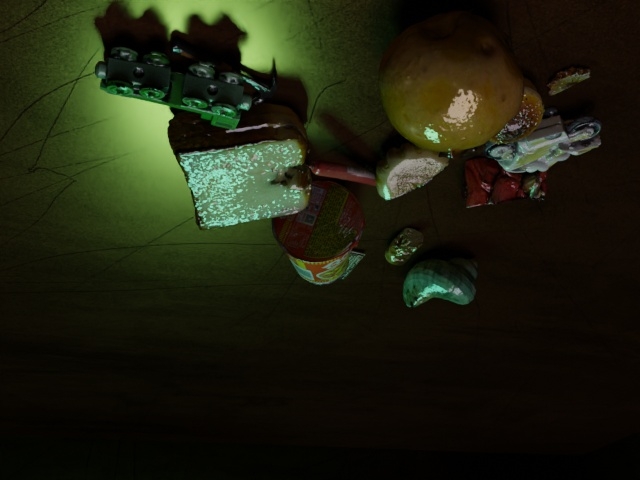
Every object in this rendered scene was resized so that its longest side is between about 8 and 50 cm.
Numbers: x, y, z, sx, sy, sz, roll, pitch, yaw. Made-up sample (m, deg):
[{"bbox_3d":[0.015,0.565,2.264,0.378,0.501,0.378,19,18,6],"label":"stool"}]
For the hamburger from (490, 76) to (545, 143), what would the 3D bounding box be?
[{"bbox_3d":[0.344,-0.232,1.371,0.127,0.081,0.141,-14,147,13],"label":"hamburger"}]

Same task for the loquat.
[{"bbox_3d":[0.207,-0.238,1.196,0.244,0.244,0.244,-4,149,-3],"label":"loquat"}]

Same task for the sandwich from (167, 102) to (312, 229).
[{"bbox_3d":[-0.141,-0.139,1.432,0.249,0.095,0.273,-7,149,-1],"label":"sandwich"}]

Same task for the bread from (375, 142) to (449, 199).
[{"bbox_3d":[0.165,-0.148,1.478,0.094,0.083,0.157,25,126,-39],"label":"bread"}]

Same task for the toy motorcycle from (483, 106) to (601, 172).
[{"bbox_3d":[0.434,-0.183,1.479,0.229,0.074,0.151,-13,151,9],"label":"toy motorcycle"}]

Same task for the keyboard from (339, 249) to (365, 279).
[{"bbox_3d":[0.063,0.061,1.877,0.049,0.015,0.129,8,147,-22],"label":"keyboard"}]

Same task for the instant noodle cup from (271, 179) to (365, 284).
[{"bbox_3d":[0.000,0.000,1.628,0.193,0.193,0.212,-6,157,1],"label":"instant noodle cup"}]

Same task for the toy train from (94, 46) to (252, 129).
[{"bbox_3d":[-0.239,-0.247,1.234,0.251,0.085,0.119,11,169,-12],"label":"toy train"}]

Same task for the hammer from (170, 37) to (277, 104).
[{"bbox_3d":[-0.156,-0.286,1.251,0.201,0.021,0.078,20,146,-35],"label":"hammer"}]

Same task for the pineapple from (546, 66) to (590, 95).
[{"bbox_3d":[0.441,-0.289,1.353,0.083,0.019,0.045,-24,148,33],"label":"pineapple"}]

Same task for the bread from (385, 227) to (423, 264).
[{"bbox_3d":[0.194,0.018,1.790,0.066,0.060,0.110,-23,162,-33],"label":"bread"}]

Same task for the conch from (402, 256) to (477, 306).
[{"bbox_3d":[0.305,0.104,1.893,0.188,0.122,0.176,-2,170,-3],"label":"conch"}]

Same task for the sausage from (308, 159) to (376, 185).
[{"bbox_3d":[0.066,-0.131,1.490,0.034,0.034,0.253,-31,156,35],"label":"sausage"}]

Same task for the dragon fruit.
[{"bbox_3d":[0.390,-0.102,1.586,0.192,0.092,0.122,0,149,-10],"label":"dragon fruit"}]
